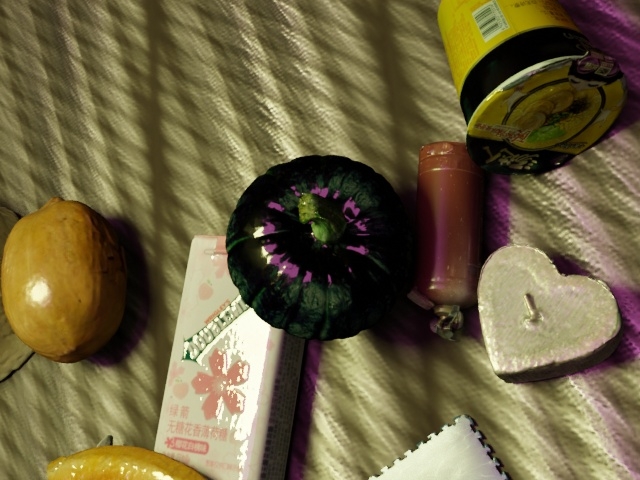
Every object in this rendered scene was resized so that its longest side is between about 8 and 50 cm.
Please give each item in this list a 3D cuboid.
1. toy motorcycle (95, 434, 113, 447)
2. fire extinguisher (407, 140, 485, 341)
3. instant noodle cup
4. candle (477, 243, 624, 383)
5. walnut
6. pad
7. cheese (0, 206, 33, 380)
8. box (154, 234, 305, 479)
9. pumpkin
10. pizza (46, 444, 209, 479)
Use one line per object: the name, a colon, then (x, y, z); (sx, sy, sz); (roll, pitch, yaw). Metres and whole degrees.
toy motorcycle: (-0.366, 0.406, 1.365); (0.152, 0.073, 0.225); (29, 90, 35)
fire extinguisher: (0.170, 0.006, 1.179); (0.104, 0.105, 0.269); (-2, 73, 28)
instant noodle cup: (0.257, -0.238, 1.163); (0.215, 0.215, 0.236); (-28, 56, 18)
candle: (0.272, 0.104, 1.113); (0.192, 0.068, 0.169); (35, 89, 34)
walnut: (-0.411, 0.051, 1.432); (0.203, 0.203, 0.298); (-22, 62, 21)
pad: (0.148, 0.399, 1.121); (0.269, 0.012, 0.269); (-40, 60, 12)
cheese: (-0.641, 0.085, 1.569); (0.292, 0.153, 0.332); (-34, 60, 15)
box: (-0.122, 0.182, 1.285); (0.190, 0.112, 0.370); (3, 78, 30)
pumpkin: (0.000, 0.000, 1.126); (0.248, 0.248, 0.248); (-9, 70, 26)
pizza: (-0.230, 0.377, 1.205); (0.365, 0.074, 0.182); (7, 103, 28)
